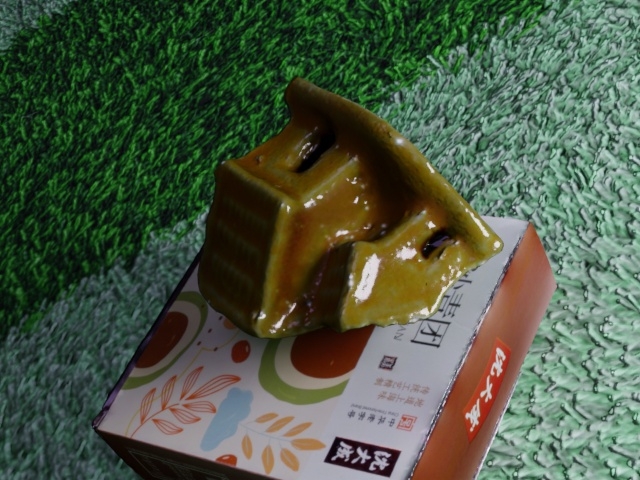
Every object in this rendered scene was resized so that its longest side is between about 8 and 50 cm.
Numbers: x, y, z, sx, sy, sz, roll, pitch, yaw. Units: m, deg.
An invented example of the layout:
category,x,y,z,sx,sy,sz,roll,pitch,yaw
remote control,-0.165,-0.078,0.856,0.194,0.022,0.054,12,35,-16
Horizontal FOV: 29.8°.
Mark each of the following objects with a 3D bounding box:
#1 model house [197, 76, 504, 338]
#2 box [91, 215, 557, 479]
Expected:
category,x,y,z,sx,sy,sz,roll,pitch,yaw
model house,0.004,0.000,1.175,0.239,0.173,0.268,-42,40,-14
box,0.006,0.123,1.279,0.385,0.122,0.345,8,54,35
